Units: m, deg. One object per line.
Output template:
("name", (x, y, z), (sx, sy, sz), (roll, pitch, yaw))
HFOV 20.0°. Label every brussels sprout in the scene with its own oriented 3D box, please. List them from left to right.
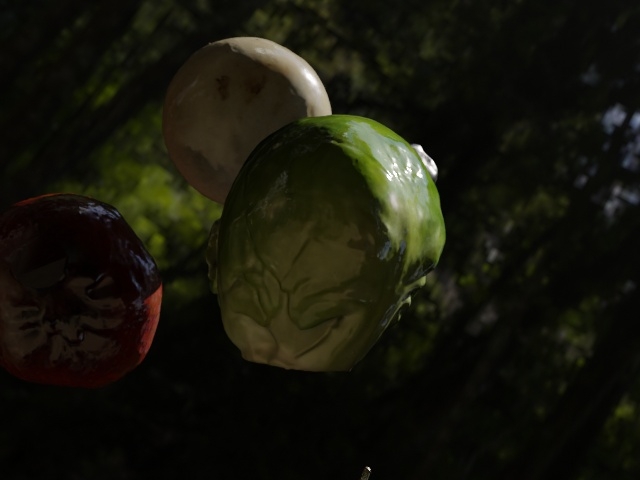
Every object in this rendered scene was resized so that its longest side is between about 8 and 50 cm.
("brussels sprout", (0.000, 0.000, 1.664), (0.244, 0.244, 0.244), (21, -37, 16))

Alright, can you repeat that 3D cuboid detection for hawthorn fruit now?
("hawthorn fruit", (-0.307, 0.044, 2.124), (0.266, 0.210, 0.230), (44, -25, 61))

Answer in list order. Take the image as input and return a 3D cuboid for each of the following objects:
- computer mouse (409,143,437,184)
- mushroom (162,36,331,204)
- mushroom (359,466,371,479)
("computer mouse", (0.016, -0.014, 1.928), (0.100, 0.170, 0.269), (42, -27, 3))
("mushroom", (-0.096, -0.137, 2.189), (0.207, 0.207, 0.215), (38, -15, -8))
("mushroom", (0.026, 0.390, 2.167), (0.043, 0.068, 0.306), (10, -47, 7))
